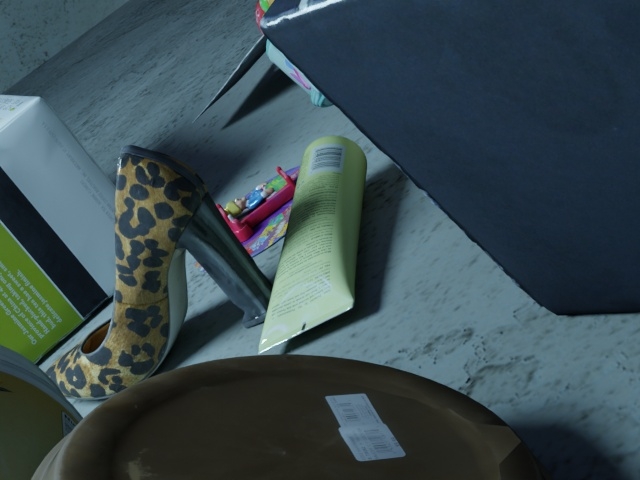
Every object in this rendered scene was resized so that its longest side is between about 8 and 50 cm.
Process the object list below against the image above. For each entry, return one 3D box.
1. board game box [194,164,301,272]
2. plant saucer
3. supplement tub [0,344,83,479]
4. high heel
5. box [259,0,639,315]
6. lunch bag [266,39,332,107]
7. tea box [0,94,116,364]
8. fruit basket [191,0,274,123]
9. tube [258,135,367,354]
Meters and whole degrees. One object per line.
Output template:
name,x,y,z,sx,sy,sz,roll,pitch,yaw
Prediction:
board game box,-0.066,-0.037,1.233,0.133,0.033,0.169,-18,28,39
plant saucer,-0.011,0.124,0.607,0.277,0.041,0.278,2,20,-1
supplement tub,-0.233,0.202,0.734,0.228,0.228,0.316,-37,22,0
high heel,-0.183,0.031,1.061,0.261,0.186,0.093,-26,24,23
box,0.297,-0.234,0.630,0.479,0.297,0.472,-8,50,51
lunch bag,0.070,-0.271,1.253,0.224,0.108,0.279,-35,-12,-27
tea box,-0.406,0.015,1.386,0.323,0.220,0.329,-41,22,-15
fruit basket,-0.013,-0.330,1.550,0.353,0.165,0.327,-36,11,44
tube,0.000,0.000,1.038,0.240,0.062,0.070,-80,4,-54
